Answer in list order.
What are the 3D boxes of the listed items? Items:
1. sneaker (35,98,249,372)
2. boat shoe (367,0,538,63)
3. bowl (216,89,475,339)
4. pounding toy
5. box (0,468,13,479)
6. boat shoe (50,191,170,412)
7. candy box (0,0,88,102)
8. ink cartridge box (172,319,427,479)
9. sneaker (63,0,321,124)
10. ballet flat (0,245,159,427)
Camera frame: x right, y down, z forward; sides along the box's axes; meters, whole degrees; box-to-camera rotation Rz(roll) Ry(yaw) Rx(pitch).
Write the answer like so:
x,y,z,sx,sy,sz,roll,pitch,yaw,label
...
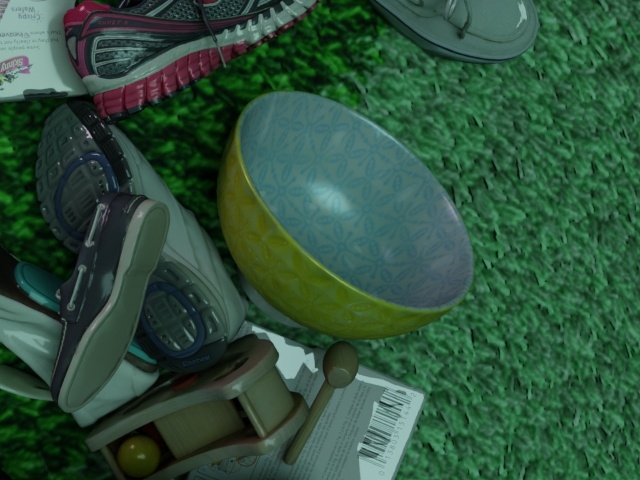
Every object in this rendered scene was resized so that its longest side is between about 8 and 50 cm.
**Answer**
x,y,z,sx,sy,sz,roll,pitch,yaw,label
-0.178,-0.008,1.040,0.111,0.129,0.297,-30,91,21,sneaker
0.120,-0.310,1.114,0.367,0.156,0.136,31,82,-24,boat shoe
0.000,0.000,1.074,0.289,0.289,0.156,23,129,-25,bowl
-0.079,0.193,1.026,0.269,0.154,0.155,-27,100,5,pounding toy
-0.380,0.412,0.927,0.395,0.212,0.293,-45,111,-14,box
-0.204,0.052,0.942,0.206,0.065,0.075,-68,160,-3,boat shoe
-0.313,-0.244,0.965,0.159,0.071,0.233,-8,98,-25,candy box
-0.057,0.254,1.143,0.261,0.066,0.296,23,85,0,ink cartridge box
-0.110,-0.225,1.009,0.299,0.121,0.112,-37,106,-37,sneaker
-0.330,0.050,0.969,0.400,0.139,0.139,41,78,-24,ballet flat
